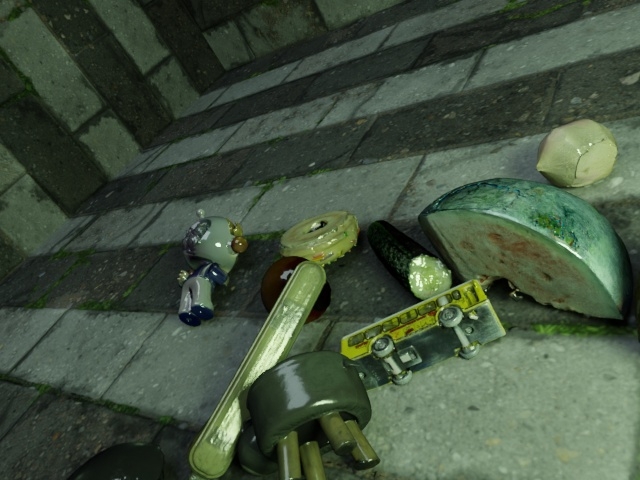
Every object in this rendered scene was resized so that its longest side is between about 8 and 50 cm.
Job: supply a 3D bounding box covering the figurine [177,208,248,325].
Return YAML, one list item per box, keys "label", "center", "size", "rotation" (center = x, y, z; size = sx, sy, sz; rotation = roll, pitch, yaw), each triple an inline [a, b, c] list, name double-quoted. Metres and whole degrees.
- label: "figurine"
  center: [-0.266, 0.061, 1.251]
  size: [0.193, 0.133, 0.275]
  rotation: [-15, 46, 50]

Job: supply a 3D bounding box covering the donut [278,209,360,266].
- label: "donut"
  center: [0.000, 0.000, 1.113]
  size: [0.174, 0.068, 0.175]
  rotation: [-20, 18, 7]

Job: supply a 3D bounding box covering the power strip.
- label: "power strip"
  center: [-0.103, 0.203, 0.851]
  size: [0.388, 0.066, 0.092]
  rotation: [-62, 2, -21]

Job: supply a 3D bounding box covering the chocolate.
- label: "chocolate"
  center: [-0.056, 0.097, 1.027]
  size: [0.133, 0.128, 0.124]
  rotation: [-28, -4, 33]

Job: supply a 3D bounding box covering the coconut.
- label: "coconut"
  center: [0.412, -0.138, 0.903]
  size: [0.124, 0.110, 0.110]
  rotation: [-25, 30, -1]

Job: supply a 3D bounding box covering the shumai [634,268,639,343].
- label: "shumai"
  center: [0.434, 0.038, 0.598]
  size: [0.141, 0.184, 0.184]
  rotation: [11, 47, 21]

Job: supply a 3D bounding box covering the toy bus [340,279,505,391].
- label: "toy bus"
  center: [0.141, 0.141, 0.782]
  size: [0.226, 0.081, 0.074]
  rotation: [-28, 25, 15]

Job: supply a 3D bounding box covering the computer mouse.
- label: "computer mouse"
  center: [-0.368, 0.416, 0.852]
  size: [0.295, 0.087, 0.168]
  rotation: [-30, 33, 10]

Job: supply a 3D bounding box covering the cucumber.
- label: "cucumber"
  center: [0.138, 0.024, 0.960]
  size: [0.074, 0.075, 0.241]
  rotation: [-35, 28, -3]

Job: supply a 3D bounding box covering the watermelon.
- label: "watermelon"
  center: [0.281, -0.031, 0.783]
  size: [0.321, 0.188, 0.175]
  rotation: [11, 52, 49]

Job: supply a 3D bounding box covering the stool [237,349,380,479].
- label: "stool"
  center: [-0.015, 0.251, 0.725]
  size: [0.153, 0.228, 0.139]
  rotation: [0, 44, -26]
